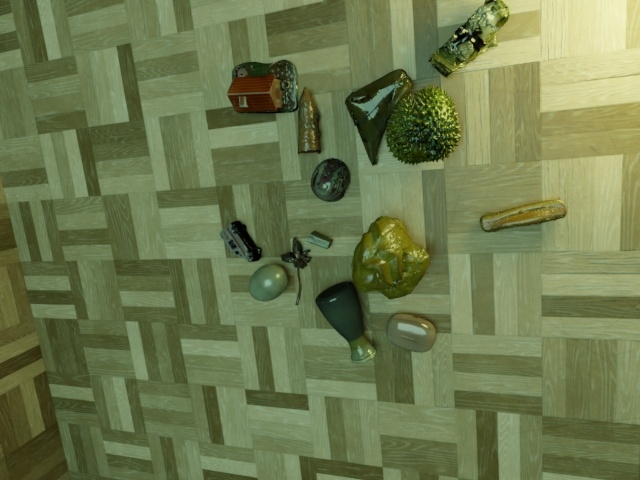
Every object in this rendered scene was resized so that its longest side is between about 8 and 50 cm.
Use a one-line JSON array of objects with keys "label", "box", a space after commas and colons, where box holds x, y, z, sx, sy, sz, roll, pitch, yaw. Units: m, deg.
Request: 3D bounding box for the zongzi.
[{"label": "zongzi", "box": [0.253, -0.458, 1.716, 0.260, 0.123, 0.289, -22, 105, 19]}]

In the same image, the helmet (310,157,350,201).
[{"label": "helmet", "box": [0.029, -0.239, 1.844, 0.153, 0.107, 0.177, 22, 109, 17]}]

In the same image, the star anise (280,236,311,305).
[{"label": "star anise", "box": [-0.117, 0.126, 1.929, 0.148, 0.227, 0.219, -12, 109, 15]}]

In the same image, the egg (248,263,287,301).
[{"label": "egg", "box": [-0.233, 0.188, 2.010, 0.209, 0.151, 0.151, -36, 89, 37]}]

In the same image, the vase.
[{"label": "vase", "box": [0.121, 0.348, 1.923, 0.173, 0.173, 0.321, -23, 99, 22]}]

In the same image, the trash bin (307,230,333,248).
[{"label": "trash bin", "box": [0.000, 0.000, 1.933, 0.092, 0.061, 0.043, 24, 109, 11]}]

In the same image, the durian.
[{"label": "durian", "box": [0.370, -0.391, 1.615, 0.290, 0.225, 0.291, -6, 128, -7]}]

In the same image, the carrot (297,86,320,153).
[{"label": "carrot", "box": [-0.053, -0.474, 1.826, 0.101, 0.102, 0.263, -1, 101, 19]}]

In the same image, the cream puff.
[{"label": "cream puff", "box": [0.264, 0.083, 1.750, 0.269, 0.274, 0.324, 28, 113, 21]}]

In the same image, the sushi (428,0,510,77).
[{"label": "sushi", "box": [0.515, -0.681, 1.561, 0.291, 0.131, 0.139, -43, 85, 15]}]

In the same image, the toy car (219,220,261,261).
[{"label": "toy car", "box": [-0.355, 0.018, 2.048, 0.108, 0.089, 0.210, -35, 87, 23]}]

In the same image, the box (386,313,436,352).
[{"label": "box", "box": [0.369, 0.378, 1.876, 0.200, 0.088, 0.146, 14, 107, 17]}]

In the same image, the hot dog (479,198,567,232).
[{"label": "hot dog", "box": [0.727, -0.085, 1.657, 0.288, 0.068, 0.083, -12, 75, 26]}]

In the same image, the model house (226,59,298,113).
[{"label": "model house", "box": [-0.253, -0.614, 1.831, 0.293, 0.154, 0.207, 4, 105, 19]}]
